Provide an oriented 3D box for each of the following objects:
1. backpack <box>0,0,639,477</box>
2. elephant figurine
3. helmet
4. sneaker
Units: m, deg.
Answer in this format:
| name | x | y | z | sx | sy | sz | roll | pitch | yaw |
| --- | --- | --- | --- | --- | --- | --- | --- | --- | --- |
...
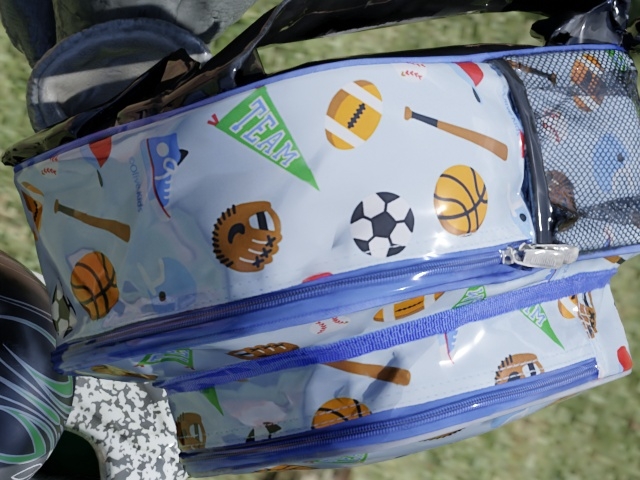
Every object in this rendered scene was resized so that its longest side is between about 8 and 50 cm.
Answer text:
| name | x | y | z | sx | sy | sz | roll | pitch | yaw |
| --- | --- | --- | --- | --- | --- | --- | --- | --- | --- |
| backpack | 0.000 | 0.000 | 0.886 | 0.263 | 0.276 | 0.213 | 1 | 72 | -46 |
| elephant figurine | -0.094 | -0.101 | 1.024 | 0.239 | 0.186 | 0.169 | -64 | 169 | 20 |
| helmet | -0.213 | 0.072 | 1.068 | 0.161 | 0.169 | 0.169 | 32 | 80 | -21 |
| sneaker | -0.260 | 0.105 | 1.404 | 0.182 | 0.410 | 0.158 | -55 | 152 | -48 |
